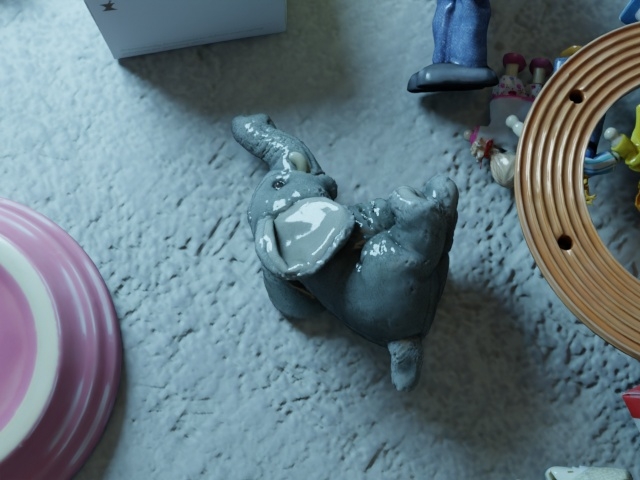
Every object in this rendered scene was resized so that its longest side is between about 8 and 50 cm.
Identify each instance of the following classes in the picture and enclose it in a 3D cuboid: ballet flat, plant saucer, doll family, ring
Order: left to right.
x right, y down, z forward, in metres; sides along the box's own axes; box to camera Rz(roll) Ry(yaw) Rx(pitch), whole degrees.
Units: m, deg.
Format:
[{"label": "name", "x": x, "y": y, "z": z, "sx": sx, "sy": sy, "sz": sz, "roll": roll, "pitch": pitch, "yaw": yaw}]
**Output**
[{"label": "plant saucer", "x": -0.356, "y": 0.108, "z": 0.874, "sx": 0.332, "sy": 0.084, "sz": 0.332, "roll": 0, "pitch": 77, "yaw": -1}, {"label": "ballet flat", "x": 0.208, "y": 0.238, "z": 0.876, "sx": 0.168, "sy": 0.057, "sz": 0.052, "roll": -25, "pitch": 69, "yaw": -8}, {"label": "doll family", "x": 0.277, "y": -0.100, "z": 0.924, "sx": 0.262, "sy": 0.118, "sz": 0.163, "roll": 10, "pitch": 77, "yaw": 1}, {"label": "ring", "x": 0.336, "y": -0.042, "z": 0.831, "sx": 0.336, "sy": 0.032, "sz": 0.337, "roll": 0, "pitch": 72, "yaw": -1}]

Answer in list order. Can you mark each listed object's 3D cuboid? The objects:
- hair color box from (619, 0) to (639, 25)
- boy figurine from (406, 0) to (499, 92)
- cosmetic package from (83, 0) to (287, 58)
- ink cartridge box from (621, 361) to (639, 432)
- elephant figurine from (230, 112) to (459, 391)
[{"label": "hair color box", "x": 0.493, "y": -0.197, "z": 0.937, "sx": 0.347, "sy": 0.105, "sz": 0.174, "roll": 37, "pitch": 56, "yaw": 7}, {"label": "boy figurine", "x": 0.134, "y": -0.289, "z": 0.923, "sx": 0.092, "sy": 0.177, "sz": 0.285, "roll": -2, "pitch": 97, "yaw": -4}, {"label": "cosmetic package", "x": -0.157, "y": -0.392, "z": 0.963, "sx": 0.196, "sy": 0.155, "sz": 0.366, "roll": -9, "pitch": 78, "yaw": -3}, {"label": "ink cartridge box", "x": 0.366, "y": 0.170, "z": 0.836, "sx": 0.134, "sy": 0.078, "sz": 0.231, "roll": -24, "pitch": 83, "yaw": -7}, {"label": "elephant figurine", "x": 0.000, "y": 0.000, "z": 0.893, "sx": 0.239, "sy": 0.186, "sz": 0.169, "roll": 12, "pitch": 120, "yaw": 12}]
